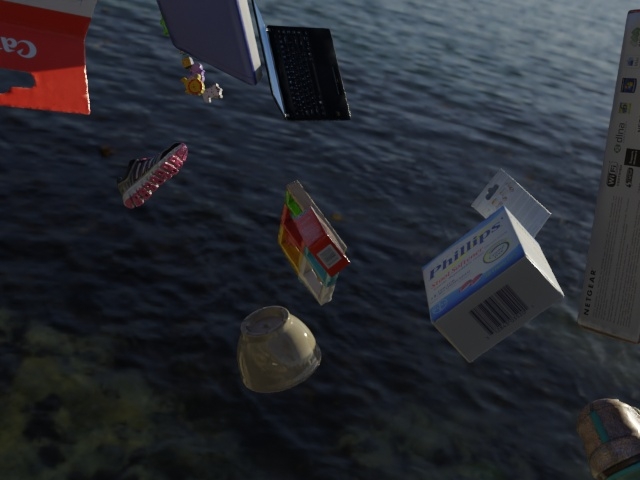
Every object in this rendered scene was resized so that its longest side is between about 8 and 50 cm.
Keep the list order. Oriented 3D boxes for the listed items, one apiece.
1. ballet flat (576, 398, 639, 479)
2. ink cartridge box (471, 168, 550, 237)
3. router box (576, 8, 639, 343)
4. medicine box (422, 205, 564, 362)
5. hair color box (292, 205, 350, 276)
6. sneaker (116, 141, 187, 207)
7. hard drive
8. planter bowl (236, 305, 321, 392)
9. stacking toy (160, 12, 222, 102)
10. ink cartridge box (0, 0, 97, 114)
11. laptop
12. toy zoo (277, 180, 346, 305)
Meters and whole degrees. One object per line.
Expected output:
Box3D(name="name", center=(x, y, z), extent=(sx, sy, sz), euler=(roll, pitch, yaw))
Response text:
Box3D(name="ballet flat", center=(0.393, 0.256, 1.106), extent=(0.316, 0.107, 0.106), euler=(39, 22, -56))
Box3D(name="ink cartridge box", center=(0.479, -0.071, 2.245), extent=(0.179, 0.045, 0.145), euler=(41, 68, 0))
Box3D(name="router box", center=(0.435, -0.061, 0.971), extent=(0.301, 0.336, 0.082), euler=(2, 9, -35))
Box3D(name="medicine box", center=(0.390, 0.096, 2.053), extent=(0.149, 0.263, 0.289), euler=(46, 17, -17))
Box3D(name="hair color box", center=(0.000, 0.000, 1.498), extent=(0.072, 0.043, 0.141), euler=(51, 3, -25))
Box3D(name="sneaker", center=(-0.343, -0.146, 1.761), extent=(0.075, 0.170, 0.063), euler=(49, 6, 22))
Box3D(name="hard drive", center=(-0.224, -0.434, 1.688), extent=(0.210, 0.040, 0.319), euler=(28, -17, 13))
Box3D(name="planter bowl", center=(-0.090, 0.194, 1.663), extent=(0.162, 0.109, 0.162), euler=(-14, 29, 8))
Box3D(name="stacking toy", center=(-0.321, -0.454, 2.196), extent=(0.052, 0.221, 0.167), euler=(-21, -3, 10))
Box3D(name="ink cartridge box", center=(-0.466, -0.396, 1.299), extent=(0.308, 0.385, 0.091), euler=(0, -6, -44))
Box3D(name="laptop", center=(-0.039, -0.392, 1.918), extent=(0.264, 0.234, 0.136), euler=(-5, -14, -30))
Box3D(name="toy zoo", center=(-0.027, 0.021, 1.949), extent=(0.030, 0.293, 0.192), euler=(-27, 68, -21))
